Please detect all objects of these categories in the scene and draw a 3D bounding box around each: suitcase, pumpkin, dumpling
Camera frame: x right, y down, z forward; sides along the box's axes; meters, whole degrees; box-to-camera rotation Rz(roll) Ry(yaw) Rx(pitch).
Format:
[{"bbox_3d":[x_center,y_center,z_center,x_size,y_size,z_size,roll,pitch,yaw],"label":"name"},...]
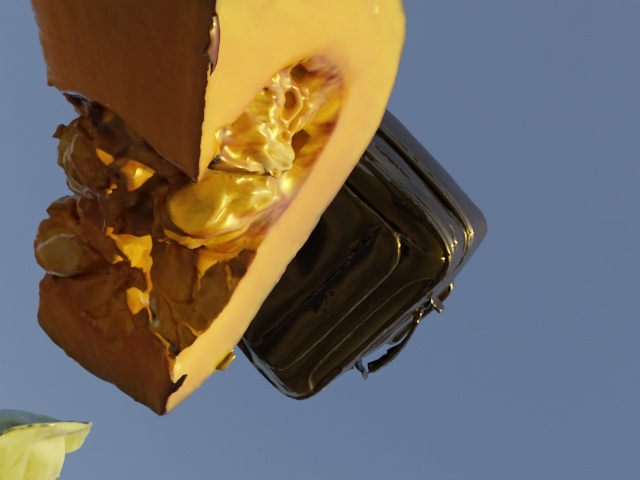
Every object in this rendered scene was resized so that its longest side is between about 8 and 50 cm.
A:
[{"bbox_3d":[0.000,0.000,1.271,0.339,0.188,0.345,46,-57,4],"label":"suitcase"},{"bbox_3d":[-0.081,-0.062,0.515,0.139,0.190,0.280,31,-94,29],"label":"pumpkin"},{"bbox_3d":[-0.367,0.230,1.140,0.108,0.219,0.152,49,-33,39],"label":"dumpling"}]
